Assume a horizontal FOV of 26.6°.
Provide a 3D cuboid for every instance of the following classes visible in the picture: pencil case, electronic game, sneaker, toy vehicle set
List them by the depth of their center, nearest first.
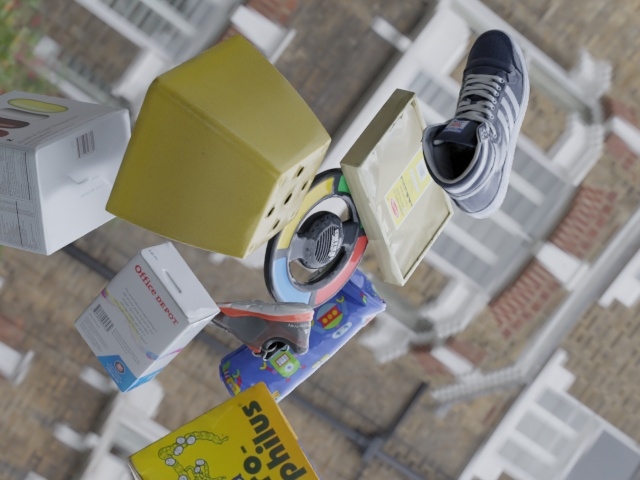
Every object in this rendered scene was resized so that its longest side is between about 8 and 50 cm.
[{"bbox_3d":[-0.075,0.098,1.467,0.158,0.061,0.065,1,-87,43],"label":"sneaker"},{"bbox_3d":[0.219,-0.185,1.918,0.099,0.153,0.282,2,-103,29],"label":"sneaker"},{"bbox_3d":[0.000,0.000,2.015,0.048,0.229,0.229,27,-100,35],"label":"electronic game"},{"bbox_3d":[0.121,-0.078,2.071,0.035,0.267,0.166,17,-124,34],"label":"toy vehicle set"},{"bbox_3d":[-0.035,0.155,2.233,0.306,0.133,0.119,-43,-158,8],"label":"pencil case"}]

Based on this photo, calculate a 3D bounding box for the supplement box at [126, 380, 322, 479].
[{"bbox_3d":[-0.121,0.337,1.795,0.195,0.194,0.356,-30,171,-12],"label":"supplement box"}]

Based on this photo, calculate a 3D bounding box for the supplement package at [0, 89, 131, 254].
[{"bbox_3d":[-0.389,-0.097,1.816,0.203,0.149,0.194,11,-154,27],"label":"supplement package"}]

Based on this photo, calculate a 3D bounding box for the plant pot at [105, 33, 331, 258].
[{"bbox_3d":[-0.115,-0.102,1.722,0.212,0.187,0.212,-40,162,-53],"label":"plant pot"}]

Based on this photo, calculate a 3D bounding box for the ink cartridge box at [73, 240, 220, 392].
[{"bbox_3d":[-0.166,0.073,1.298,0.122,0.088,0.052,-45,166,33],"label":"ink cartridge box"}]
